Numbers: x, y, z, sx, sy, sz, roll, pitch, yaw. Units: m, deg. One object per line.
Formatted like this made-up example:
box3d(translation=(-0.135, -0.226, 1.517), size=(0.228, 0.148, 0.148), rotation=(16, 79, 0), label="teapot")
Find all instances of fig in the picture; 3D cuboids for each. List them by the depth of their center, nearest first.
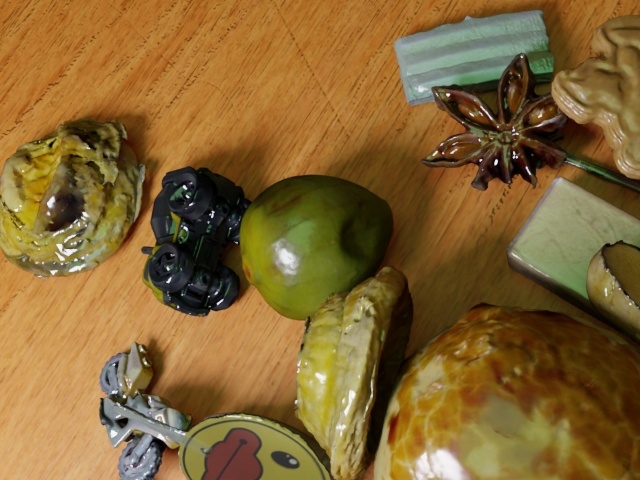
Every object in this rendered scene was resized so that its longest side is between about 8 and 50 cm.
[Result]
box3d(translation=(-0.006, -0.005, 1.340), size=(0.230, 0.207, 0.207), rotation=(-39, 68, -1), label="fig")

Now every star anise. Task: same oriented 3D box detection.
box3d(translation=(0.265, -0.170, 1.382), size=(0.220, 0.099, 0.214), rotation=(19, 81, 17), label="star anise")

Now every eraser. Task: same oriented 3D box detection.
box3d(translation=(0.434, 0.057, 1.279), size=(0.343, 0.078, 0.144), rotation=(32, 83, 21), label="eraser")

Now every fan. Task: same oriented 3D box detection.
box3d(translation=(-0.126, 0.293, 1.259), size=(0.335, 0.229, 0.011), rotation=(27, 41, -5), label="fan")

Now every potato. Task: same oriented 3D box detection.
box3d(translation=(0.414, 0.094, 1.173), size=(0.200, 0.164, 0.081), rotation=(47, 128, 27), label="potato")

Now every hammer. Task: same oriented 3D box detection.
box3d(translation=(0.405, -0.105, 1.373), size=(0.182, 0.017, 0.062), rotation=(24, 80, 18), label="hammer")

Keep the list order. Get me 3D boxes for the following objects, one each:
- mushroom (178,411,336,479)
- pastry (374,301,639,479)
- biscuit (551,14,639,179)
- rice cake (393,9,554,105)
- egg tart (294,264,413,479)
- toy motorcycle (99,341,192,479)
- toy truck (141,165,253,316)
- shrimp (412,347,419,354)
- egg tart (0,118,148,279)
box3d(translation=(-0.088, 0.299, 1.319), size=(0.247, 0.096, 0.108), rotation=(3, 79, 14), label="mushroom")
box3d(translation=(0.248, 0.259, 1.134), size=(0.389, 0.312, 0.388), rotation=(-4, 74, 14), label="pastry")
box3d(translation=(0.513, -0.213, 1.313), size=(0.376, 0.051, 0.269), rotation=(-1, 70, -3), label="biscuit")
box3d(translation=(0.237, -0.286, 1.459), size=(0.237, 0.043, 0.127), rotation=(-11, 70, 10), label="rice cake")
box3d(translation=(0.042, 0.171, 1.230), size=(0.115, 0.290, 0.290), rotation=(12, 76, 15), label="egg tart")
box3d(translation=(-0.256, 0.244, 1.375), size=(0.130, 0.094, 0.229), rotation=(-38, 47, 13), label="toy motorcycle")
box3d(translation=(-0.205, -0.001, 1.436), size=(0.165, 0.147, 0.224), rotation=(5, 75, 40), label="toy truck")
box3d(translation=(0.140, 0.192, 1.337), size=(0.038, 0.029, 0.092), rotation=(8, 69, 25), label="shrimp")
box3d(translation=(-0.422, -0.085, 1.519), size=(0.297, 0.132, 0.297), rotation=(-7, 65, 15), label="egg tart")
